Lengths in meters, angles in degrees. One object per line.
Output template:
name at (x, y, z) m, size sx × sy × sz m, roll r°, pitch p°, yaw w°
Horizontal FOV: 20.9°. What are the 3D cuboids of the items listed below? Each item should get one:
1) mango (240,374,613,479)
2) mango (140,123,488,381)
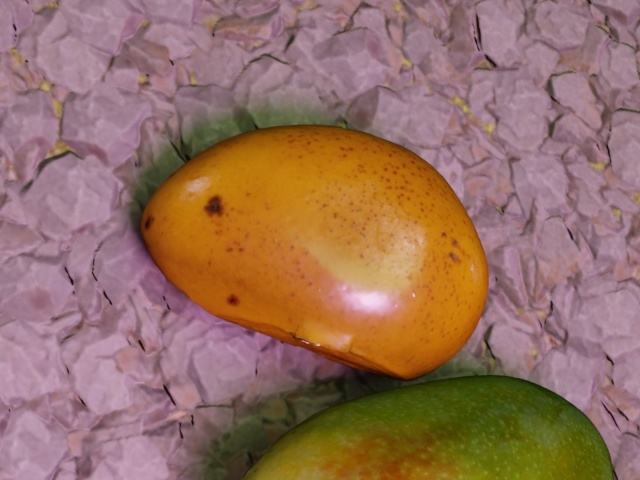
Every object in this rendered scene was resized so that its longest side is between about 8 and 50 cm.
mango at (0.095, 0.224, 1.367) m, size 0.382 × 0.201 × 0.225 m, roll -9°, pitch 77°, yaw -39°
mango at (0.000, 0.000, 1.409) m, size 0.290 × 0.160 × 0.191 m, roll 15°, pitch 77°, yaw -10°
